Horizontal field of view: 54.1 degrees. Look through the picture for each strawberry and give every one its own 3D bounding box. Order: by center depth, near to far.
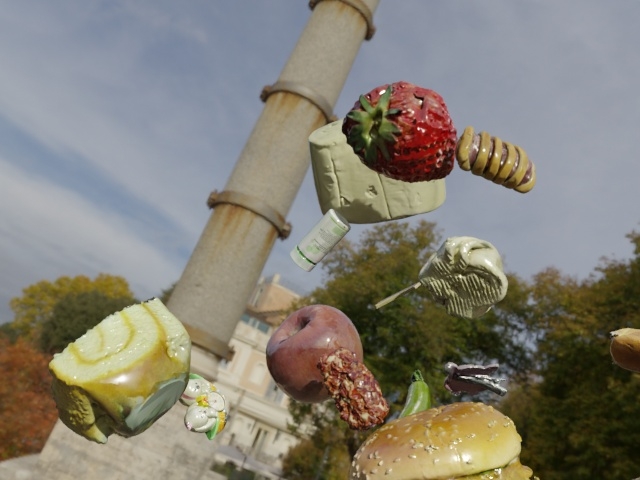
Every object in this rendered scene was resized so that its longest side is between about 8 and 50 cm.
[{"bbox_3d":[0.251,-0.300,1.742,0.309,0.292,0.291,-15,4,-37],"label":"strawberry"}]

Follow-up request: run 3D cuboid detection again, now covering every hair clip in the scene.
[{"bbox_3d":[0.449,0.412,1.837,0.186,0.056,0.146,9,-46,8],"label":"hair clip"}]

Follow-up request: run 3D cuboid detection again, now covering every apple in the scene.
[{"bbox_3d":[-0.015,0.328,1.782,0.235,0.306,0.305,53,-30,-14],"label":"apple"}]

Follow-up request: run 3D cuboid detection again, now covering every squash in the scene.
[{"bbox_3d":[0.248,0.448,1.650,0.071,0.318,0.080,-37,-86,28],"label":"squash"}]

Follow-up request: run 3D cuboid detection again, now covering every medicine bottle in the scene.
[{"bbox_3d":[0.000,0.000,1.845,0.086,0.183,0.086,39,16,-14],"label":"medicine bottle"}]

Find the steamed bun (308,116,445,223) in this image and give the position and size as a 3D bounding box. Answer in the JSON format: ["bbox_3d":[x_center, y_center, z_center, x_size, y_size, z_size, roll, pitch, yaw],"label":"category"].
[{"bbox_3d":[0.200,-0.273,2.166,0.455,0.290,0.372,-2,-67,19],"label":"steamed bun"}]

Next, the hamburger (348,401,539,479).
[{"bbox_3d":[0.304,0.526,1.400,0.445,0.269,0.287,-6,0,-22],"label":"hamburger"}]

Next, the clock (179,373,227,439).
[{"bbox_3d":[-0.382,0.526,1.997,0.144,0.231,0.103,16,-52,-46],"label":"clock"}]

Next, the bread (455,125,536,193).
[{"bbox_3d":[0.457,-0.214,1.630,0.225,0.134,0.081,19,-37,-9],"label":"bread"}]

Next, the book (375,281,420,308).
[{"bbox_3d":[0.310,0.210,2.460,0.170,0.018,0.241,-28,-6,14],"label":"book"}]

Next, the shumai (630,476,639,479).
[{"bbox_3d":[0.774,0.701,1.636,0.175,0.166,0.206,2,-54,17],"label":"shumai"}]

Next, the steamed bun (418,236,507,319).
[{"bbox_3d":[0.498,0.103,2.122,0.267,0.207,0.280,34,-51,0],"label":"steamed bun"}]

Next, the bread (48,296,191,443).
[{"bbox_3d":[-0.475,0.340,1.644,0.263,0.395,0.239,23,-54,25],"label":"bread"}]

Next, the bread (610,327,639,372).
[{"bbox_3d":[1.113,0.382,2.128,0.241,0.107,0.136,6,-67,50],"label":"bread"}]

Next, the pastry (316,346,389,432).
[{"bbox_3d":[0.078,0.349,1.491,0.097,0.209,0.115,-40,-22,28],"label":"pastry"}]
